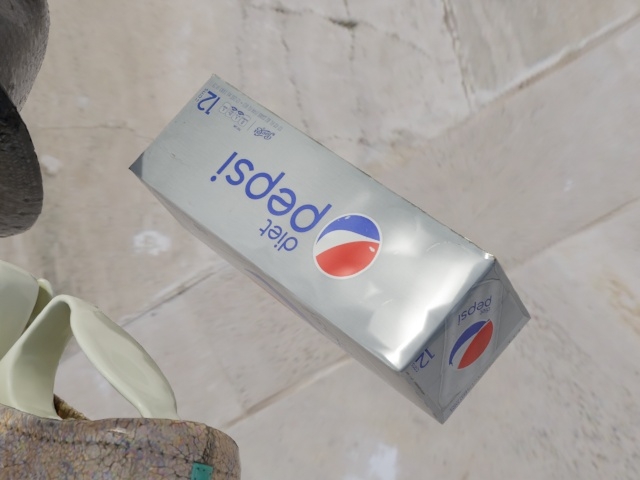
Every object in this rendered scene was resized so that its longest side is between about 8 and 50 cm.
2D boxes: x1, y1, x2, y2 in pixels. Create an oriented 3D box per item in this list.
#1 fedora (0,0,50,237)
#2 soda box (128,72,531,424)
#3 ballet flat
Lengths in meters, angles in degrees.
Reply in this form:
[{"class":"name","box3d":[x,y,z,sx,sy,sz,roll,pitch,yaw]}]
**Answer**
[{"class":"fedora","box3d":[-0.292,-0.150,1.002,0.334,0.334,0.152,28,62,5]},{"class":"soda box","box3d":[0.000,0.000,0.977,0.286,0.091,0.098,35,80,36]},{"class":"ballet flat","box3d":[-0.134,0.068,0.614,0.316,0.107,0.106,21,90,45]}]
